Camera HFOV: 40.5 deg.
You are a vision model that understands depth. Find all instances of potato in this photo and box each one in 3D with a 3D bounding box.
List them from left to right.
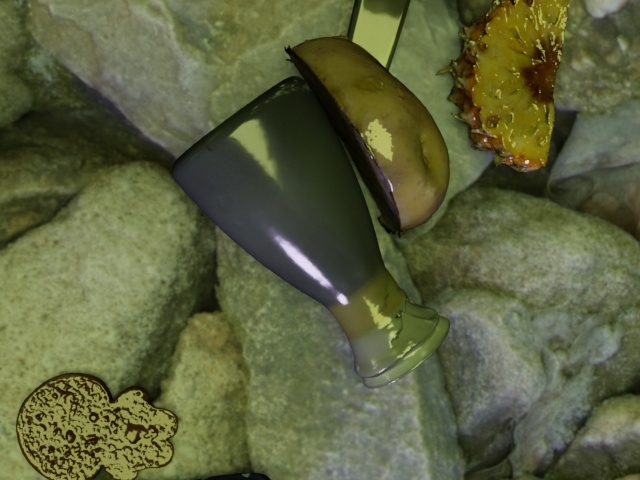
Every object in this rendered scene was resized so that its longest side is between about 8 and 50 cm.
[{"bbox_3d":[0.067,-0.124,0.928,0.098,0.138,0.243,-33,105,-5],"label":"potato"}]

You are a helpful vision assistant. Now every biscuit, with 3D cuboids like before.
[{"bbox_3d":[-0.247,0.212,0.960,0.175,0.026,0.124,9,88,-6],"label":"biscuit"}]

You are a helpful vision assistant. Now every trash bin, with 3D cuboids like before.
[{"bbox_3d":[0.061,-0.240,1.001,0.060,0.043,0.092,16,90,-6],"label":"trash bin"}]

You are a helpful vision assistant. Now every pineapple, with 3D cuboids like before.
[{"bbox_3d":[0.206,-0.198,0.997,0.135,0.079,0.233,9,87,-4],"label":"pineapple"}]

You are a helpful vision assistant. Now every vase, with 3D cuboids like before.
[{"bbox_3d":[0.000,0.000,0.930,0.173,0.173,0.321,-37,97,-6],"label":"vase"}]

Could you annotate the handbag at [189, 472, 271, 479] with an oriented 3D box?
[{"bbox_3d":[-0.154,0.343,0.922,0.260,0.113,0.162,-3,93,-1],"label":"handbag"}]
